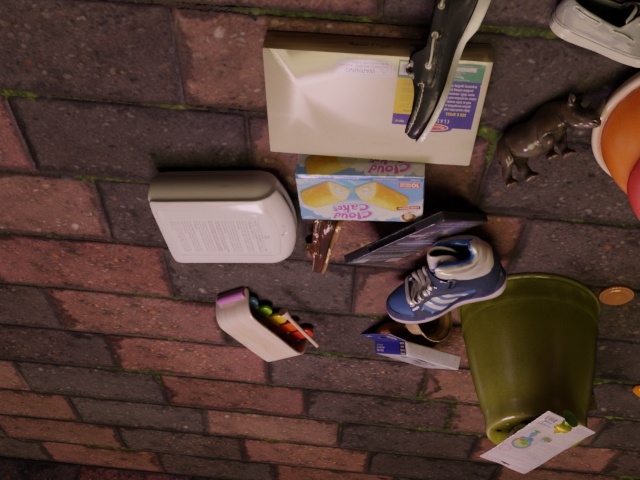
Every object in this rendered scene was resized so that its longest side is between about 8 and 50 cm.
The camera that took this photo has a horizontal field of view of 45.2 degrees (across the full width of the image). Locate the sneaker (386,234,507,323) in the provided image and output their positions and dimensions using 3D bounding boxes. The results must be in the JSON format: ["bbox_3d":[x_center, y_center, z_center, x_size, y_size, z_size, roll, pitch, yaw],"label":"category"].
[{"bbox_3d":[0.262,0.079,1.813,0.322,0.130,0.236,-18,144,24],"label":"sneaker"}]

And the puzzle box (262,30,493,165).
[{"bbox_3d":[0.101,-0.261,1.455,0.408,0.052,0.272,5,144,3],"label":"puzzle box"}]

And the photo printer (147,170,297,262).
[{"bbox_3d":[-0.208,-0.050,1.747,0.307,0.107,0.256,0,144,9],"label":"photo printer"}]

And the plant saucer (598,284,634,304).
[{"bbox_3d":[0.743,0.140,1.932,0.083,0.013,0.083,5,144,4],"label":"plant saucer"}]

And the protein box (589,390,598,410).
[{"bbox_3d":[0.651,0.440,2.199,0.201,0.136,0.199,-21,160,33],"label":"protein box"}]

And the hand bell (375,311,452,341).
[{"bbox_3d":[0.230,0.228,2.089,0.126,0.126,0.242,27,153,-25],"label":"hand bell"}]

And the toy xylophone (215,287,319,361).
[{"bbox_3d":[-0.139,0.245,2.162,0.236,0.081,0.323,-12,140,23],"label":"toy xylophone"}]

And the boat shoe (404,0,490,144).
[{"bbox_3d":[0.190,-0.310,1.272,0.091,0.114,0.303,19,109,-3],"label":"boat shoe"}]

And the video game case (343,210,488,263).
[{"bbox_3d":[0.214,-0.004,1.733,0.274,0.026,0.196,-27,164,36],"label":"video game case"}]

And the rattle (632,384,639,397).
[{"bbox_3d":[1.007,0.503,2.228,0.142,0.200,0.130,7,144,-1],"label":"rattle"}]

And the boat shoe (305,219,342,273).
[{"bbox_3d":[0.000,0.000,1.817,0.073,0.073,0.207,12,137,-4],"label":"boat shoe"}]

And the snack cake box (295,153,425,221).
[{"bbox_3d":[0.087,-0.119,1.621,0.264,0.089,0.152,2,143,7],"label":"snack cake box"}]

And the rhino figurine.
[{"bbox_3d":[0.430,-0.200,1.448,0.073,0.106,0.243,-4,156,-43],"label":"rhino figurine"}]

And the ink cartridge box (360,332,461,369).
[{"bbox_3d":[0.243,0.312,2.152,0.223,0.045,0.223,19,168,-14],"label":"ink cartridge box"}]

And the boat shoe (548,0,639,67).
[{"bbox_3d":[0.491,-0.347,1.250,0.227,0.079,0.081,15,148,-6],"label":"boat shoe"}]

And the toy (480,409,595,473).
[{"bbox_3d":[0.492,0.449,1.763,0.136,0.056,0.237,25,135,-17],"label":"toy"}]

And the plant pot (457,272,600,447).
[{"bbox_3d":[0.533,0.328,1.938,0.366,0.353,0.366,4,144,3],"label":"plant pot"}]

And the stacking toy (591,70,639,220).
[{"bbox_3d":[0.658,-0.049,1.290,0.350,0.480,0.351,5,144,4],"label":"stacking toy"}]
